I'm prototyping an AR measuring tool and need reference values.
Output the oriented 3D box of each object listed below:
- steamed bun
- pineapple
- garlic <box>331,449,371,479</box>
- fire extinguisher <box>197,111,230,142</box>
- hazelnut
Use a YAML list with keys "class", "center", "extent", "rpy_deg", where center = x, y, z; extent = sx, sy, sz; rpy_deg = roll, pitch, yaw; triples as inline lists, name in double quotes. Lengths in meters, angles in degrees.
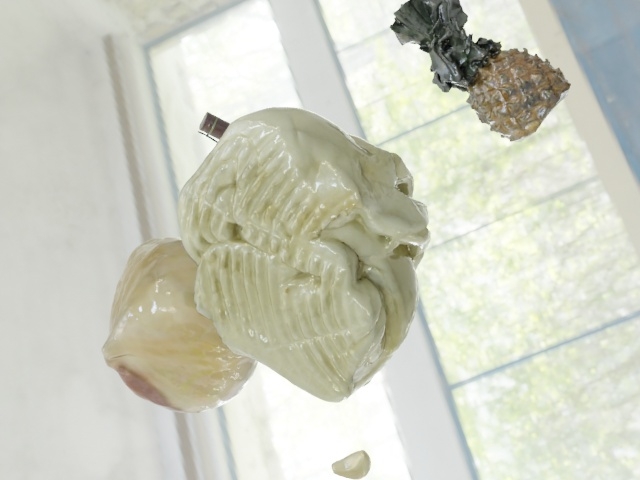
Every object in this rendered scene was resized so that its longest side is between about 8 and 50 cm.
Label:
- class: "steamed bun"
  center: [-0.002, 0.002, 1.119]
  extent: [0.289, 0.276, 0.203]
  rpy_deg: [43, -149, 1]
- class: "pineapple"
  center: [0.189, -0.225, 1.268]
  extent: [0.237, 0.111, 0.119]
  rpy_deg: [39, -165, 7]
- class: "garlic"
  center: [0.060, 0.404, 1.826]
  extent: [0.053, 0.083, 0.041]
  rpy_deg: [39, -142, -35]
- class: "fire extinguisher"
  center: [-0.176, -0.213, 2.127]
  extent: [0.158, 0.064, 0.043]
  rpy_deg: [27, -159, -14]
- class: "hazelnut"
  center: [-0.203, 0.117, 1.447]
  extent: [0.261, 0.241, 0.261]
  rpy_deg: [26, 121, 55]
